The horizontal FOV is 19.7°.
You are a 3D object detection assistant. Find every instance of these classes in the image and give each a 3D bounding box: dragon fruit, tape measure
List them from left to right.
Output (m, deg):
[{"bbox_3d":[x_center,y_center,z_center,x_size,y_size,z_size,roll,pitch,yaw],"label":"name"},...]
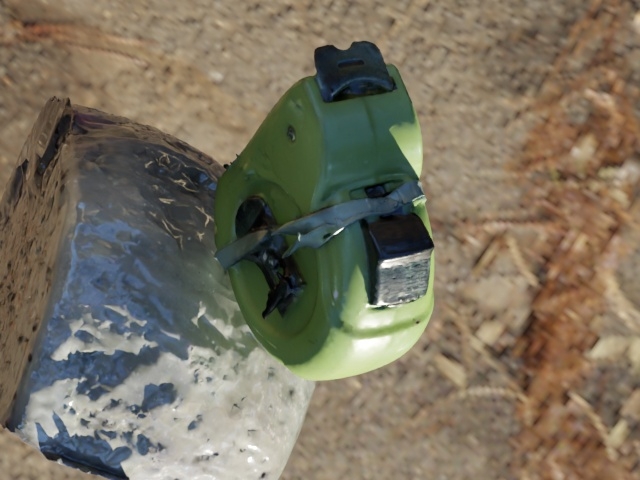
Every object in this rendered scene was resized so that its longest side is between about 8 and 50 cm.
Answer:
[{"bbox_3d":[-0.104,0.039,1.208,0.221,0.283,0.204,23,92,-18],"label":"dragon fruit"},{"bbox_3d":[0.000,0.000,1.026,0.087,0.154,0.177,-14,163,-30],"label":"tape measure"}]
